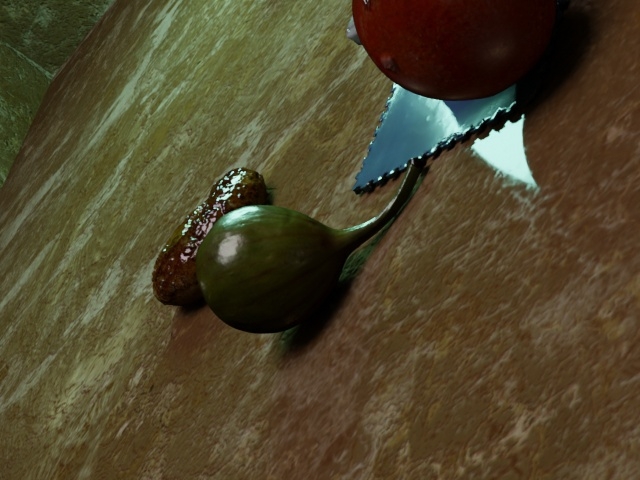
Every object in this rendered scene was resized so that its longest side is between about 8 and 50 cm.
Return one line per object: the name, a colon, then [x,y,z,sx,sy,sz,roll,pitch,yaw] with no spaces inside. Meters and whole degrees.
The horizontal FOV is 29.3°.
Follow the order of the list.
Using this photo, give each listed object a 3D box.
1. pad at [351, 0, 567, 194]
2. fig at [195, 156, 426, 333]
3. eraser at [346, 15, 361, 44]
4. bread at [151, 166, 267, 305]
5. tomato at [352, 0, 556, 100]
pad: [0.144,-0.184,1.166,0.270,0.012,0.269,-25,36,53]
fig: [0.000,0.000,1.117,0.236,0.124,0.124,-27,25,5]
eraser: [0.194,-0.321,1.129,0.397,0.082,0.213,-26,36,53]
bread: [-0.135,-0.006,1.440,0.193,0.064,0.193,-48,19,22]
tomato: [0.118,-0.193,1.010,0.167,0.167,0.167,-45,23,25]
